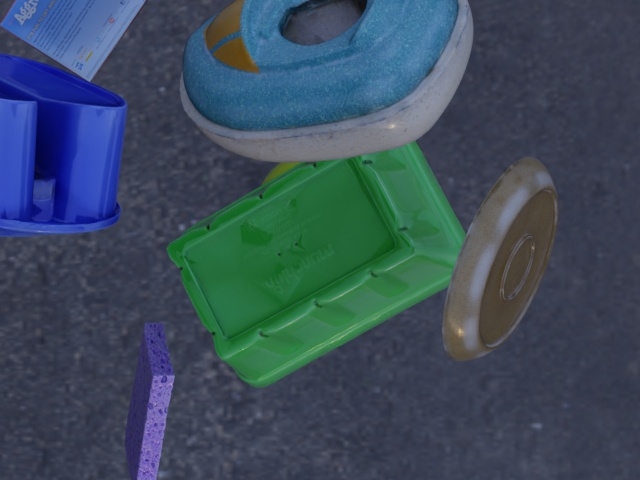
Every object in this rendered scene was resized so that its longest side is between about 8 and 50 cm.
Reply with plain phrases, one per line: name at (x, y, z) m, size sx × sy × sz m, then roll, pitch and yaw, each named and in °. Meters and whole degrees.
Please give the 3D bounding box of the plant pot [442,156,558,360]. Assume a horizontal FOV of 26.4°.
plant pot at (0.202, 0.026, 1.471) m, size 0.236 × 0.032 × 0.236 m, roll -43°, pitch 144°, yaw -42°

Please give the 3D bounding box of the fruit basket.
fruit basket at (0.000, 0.000, 1.847) m, size 0.392 × 0.392 × 0.283 m, roll -18°, pitch 77°, yaw -45°

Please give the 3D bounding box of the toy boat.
toy boat at (0.009, -0.206, 1.137) m, size 0.148 × 0.267 × 0.318 m, roll 57°, pitch 43°, yaw -39°

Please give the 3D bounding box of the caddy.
caddy at (-0.360, -0.097, 1.496) m, size 0.241 × 0.341 × 0.179 m, roll 1°, pitch 108°, yaw -43°

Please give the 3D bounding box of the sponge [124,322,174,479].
sponge at (-0.233, 0.229, 1.846) m, size 0.031 × 0.117 × 0.210 m, roll 2°, pitch 122°, yaw -17°

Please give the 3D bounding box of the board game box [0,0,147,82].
board game box at (-0.288, -0.358, 1.795) m, size 0.145 × 0.281 × 0.027 m, roll 32°, pitch 19°, yaw -20°
